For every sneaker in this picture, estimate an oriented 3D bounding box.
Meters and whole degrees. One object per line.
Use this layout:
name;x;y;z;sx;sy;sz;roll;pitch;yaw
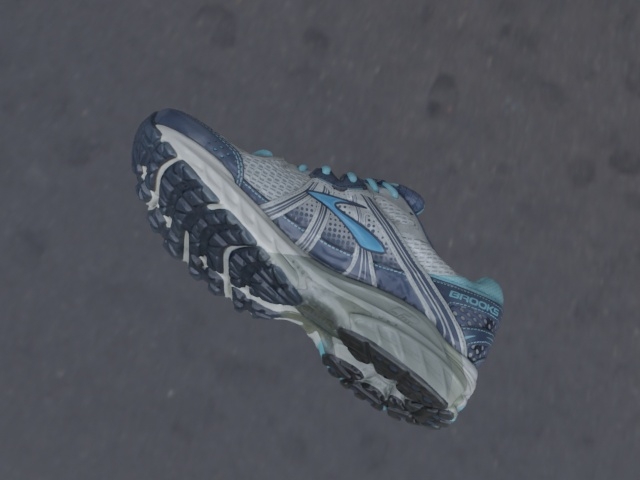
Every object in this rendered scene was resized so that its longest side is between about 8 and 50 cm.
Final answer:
sneaker;0.000;0.000;1.272;0.283;0.122;0.110;40;152;-5
